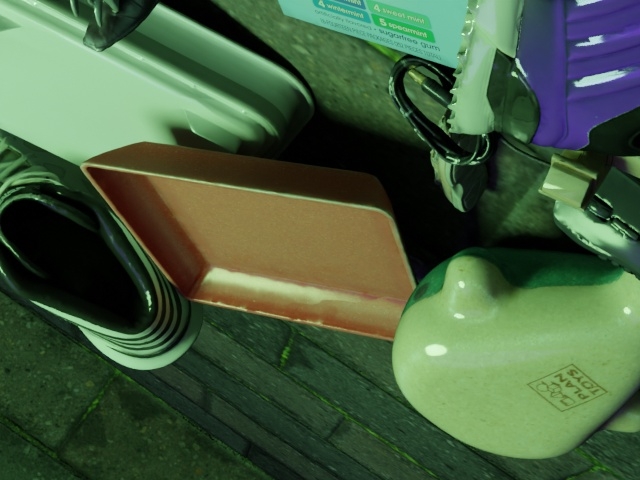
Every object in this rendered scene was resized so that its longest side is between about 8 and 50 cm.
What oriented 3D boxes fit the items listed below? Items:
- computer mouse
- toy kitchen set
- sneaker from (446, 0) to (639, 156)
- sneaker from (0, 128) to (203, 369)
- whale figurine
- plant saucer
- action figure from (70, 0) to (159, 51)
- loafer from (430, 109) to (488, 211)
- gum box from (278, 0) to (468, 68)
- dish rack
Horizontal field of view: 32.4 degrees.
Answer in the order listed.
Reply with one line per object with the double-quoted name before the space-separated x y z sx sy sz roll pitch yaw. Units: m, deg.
"computer mouse" 0.143 -0.042 0.679 0.242 0.041 0.071 31 119 11
"toy kitchen set" 0.150 -0.068 0.623 0.083 0.068 0.075 27 159 22
"sneaker" 0.145 -0.129 0.467 0.146 0.102 0.293 20 156 10
"sneaker" -0.299 -0.062 1.108 0.447 0.169 0.257 42 170 9
"whale figurine" 0.180 0.058 0.819 0.216 0.141 0.272 37 137 -20
"plant saucer" -0.036 0.000 0.929 0.258 0.047 0.259 9 156 19
"action figure" -0.167 -0.258 0.666 0.185 0.099 0.285 39 160 30
"loafer" 0.092 -0.061 0.775 0.039 0.045 0.125 35 164 23
"gum box" 0.023 -0.183 0.608 0.157 0.041 0.184 24 158 31
"dish rack" -0.193 -0.122 0.938 0.333 0.072 0.285 26 155 -11
